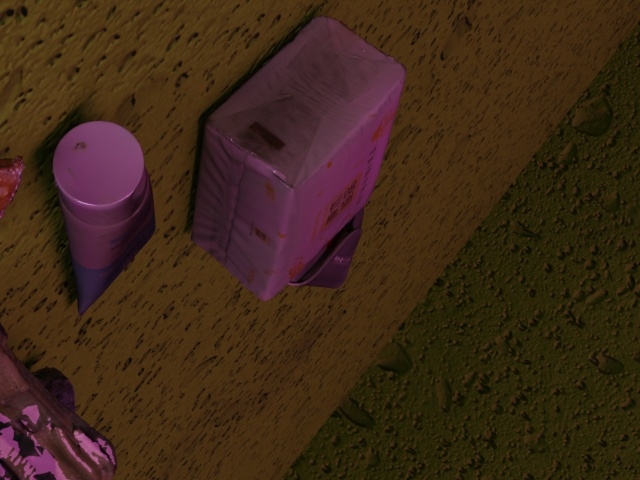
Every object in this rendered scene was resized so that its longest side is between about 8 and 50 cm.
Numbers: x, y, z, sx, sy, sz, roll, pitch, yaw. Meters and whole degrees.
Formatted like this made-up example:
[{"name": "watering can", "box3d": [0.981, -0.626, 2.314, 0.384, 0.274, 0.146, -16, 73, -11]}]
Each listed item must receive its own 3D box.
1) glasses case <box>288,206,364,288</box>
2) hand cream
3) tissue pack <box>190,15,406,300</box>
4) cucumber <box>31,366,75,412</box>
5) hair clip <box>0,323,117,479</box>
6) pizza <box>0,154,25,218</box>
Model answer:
[{"name": "glasses case", "box3d": [0.001, -0.002, 1.863, 0.128, 0.083, 0.308, -53, 168, 6]}, {"name": "hand cream", "box3d": [-0.174, -0.009, 1.238, 0.111, 0.070, 0.312, -52, 172, -15]}, {"name": "tissue pack", "box3d": [-0.023, -0.078, 1.459, 0.185, 0.124, 0.225, -44, 165, -27]}, {"name": "cucumber", "box3d": [-0.274, 0.162, 1.348, 0.112, 0.064, 0.064, -36, 160, -52]}, {"name": "hair clip", "box3d": [-0.276, 0.146, 1.197, 0.138, 0.091, 0.321, -48, 148, -18]}, {"name": "pizza", "box3d": [-0.256, -0.017, 1.007, 0.100, 0.029, 0.099, -59, 158, 19]}]
